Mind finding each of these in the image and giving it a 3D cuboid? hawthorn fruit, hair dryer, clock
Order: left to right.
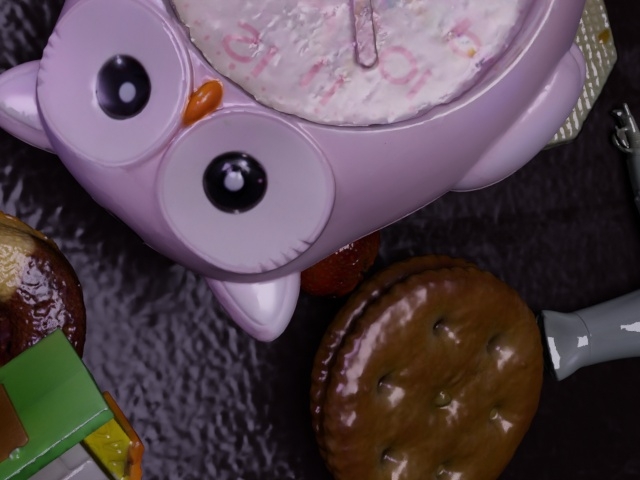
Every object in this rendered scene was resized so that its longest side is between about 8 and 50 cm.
[{"bbox_3d":[-0.191,0.229,0.811,0.220,0.106,0.255,-35,126,-10],"label":"clock"},{"bbox_3d":[-0.014,-0.151,0.831,0.368,0.250,0.376,40,86,-1],"label":"clock"},{"bbox_3d":[0.000,0.000,0.942,0.093,0.093,0.093,0,90,-24],"label":"hawthorn fruit"},{"bbox_3d":[0.277,-0.006,1.083,0.206,0.075,0.237,-8,85,-17],"label":"hair dryer"}]

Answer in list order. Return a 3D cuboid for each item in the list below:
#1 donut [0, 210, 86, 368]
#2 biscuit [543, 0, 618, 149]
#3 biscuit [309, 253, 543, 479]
[{"bbox_3d":[-0.243,0.070,0.838,0.166,0.073,0.184,44,75,-20],"label":"donut"},{"bbox_3d":[0.142,-0.141,1.019,0.252,0.052,0.150,-16,92,-21],"label":"biscuit"},{"bbox_3d":[0.086,0.119,0.962,0.220,0.066,0.220,-9,108,-31],"label":"biscuit"}]
